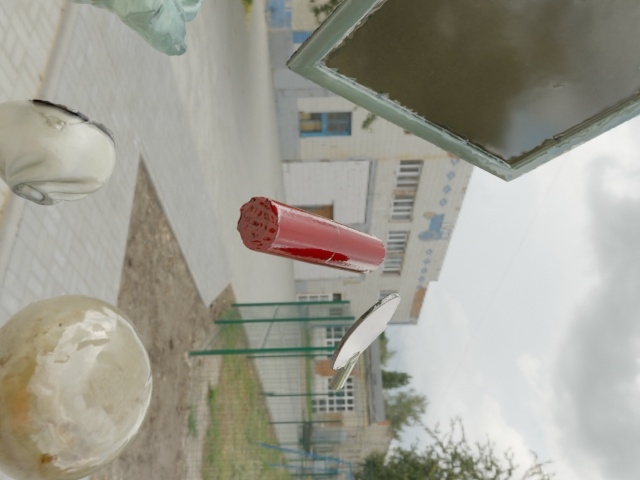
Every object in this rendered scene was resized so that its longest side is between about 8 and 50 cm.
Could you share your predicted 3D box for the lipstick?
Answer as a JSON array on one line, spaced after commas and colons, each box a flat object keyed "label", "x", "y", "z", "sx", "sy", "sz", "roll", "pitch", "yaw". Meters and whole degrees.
[{"label": "lipstick", "x": -0.001, "y": 0.001, "z": 0.807, "sx": 0.280, "sy": 0.073, "sz": 0.073, "roll": 17, "pitch": 68, "yaw": -56}]

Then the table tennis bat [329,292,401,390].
[{"label": "table tennis bat", "x": 0.057, "y": 0.161, "z": 0.888, "sx": 0.022, "sy": 0.131, "sz": 0.234, "roll": 44, "pitch": -40, "yaw": 21}]

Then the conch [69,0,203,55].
[{"label": "conch", "x": -0.202, "y": -0.336, "z": 0.503, "sx": 0.302, "sy": 0.215, "sz": 0.319, "roll": -59, "pitch": 172, "yaw": -25}]

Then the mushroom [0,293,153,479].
[{"label": "mushroom", "x": -0.439, "y": 0.234, "z": 0.951, "sx": 0.293, "sy": 0.290, "sz": 0.292, "roll": 2, "pitch": 87, "yaw": -49}]

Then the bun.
[{"label": "bun", "x": -0.379, "y": -0.110, "z": 0.810, "sx": 0.173, "sy": 0.173, "sz": 0.119, "roll": 86, "pitch": 15, "yaw": -75}]

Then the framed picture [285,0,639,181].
[{"label": "framed picture", "x": 0.151, "y": -0.138, "z": 0.340, "sx": 0.293, "sy": 0.231, "sz": 0.018, "roll": -30, "pitch": -132, "yaw": 49}]
